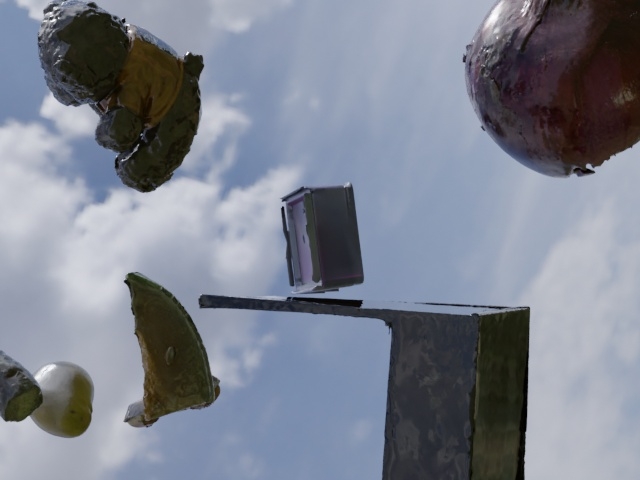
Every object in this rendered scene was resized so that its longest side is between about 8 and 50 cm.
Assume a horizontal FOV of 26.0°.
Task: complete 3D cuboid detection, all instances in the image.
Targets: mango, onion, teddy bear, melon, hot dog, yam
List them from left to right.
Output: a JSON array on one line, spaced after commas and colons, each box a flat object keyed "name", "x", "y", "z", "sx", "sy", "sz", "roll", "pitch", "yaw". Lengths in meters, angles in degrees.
[{"name": "yam", "x": -0.398, "y": 0.105, "z": 1.552, "sx": 0.061, "sy": 0.253, "sz": 0.061, "roll": -32, "pitch": -33, "yaw": -24}, {"name": "mango", "x": -0.378, "y": 0.233, "z": 2.024, "sx": 0.103, "sy": 0.161, "sz": 0.076, "roll": -16, "pitch": -59, "yaw": -15}, {"name": "teddy bear", "x": -0.208, "y": -0.167, "z": 1.414, "sx": 0.140, "sy": 0.177, "sz": 0.190, "roll": -40, "pitch": -47, "yaw": 19}, {"name": "melon", "x": -0.188, "y": 0.122, "z": 1.703, "sx": 0.098, "sy": 0.054, "sz": 0.182, "roll": -13, "pitch": -80, "yaw": -33}, {"name": "hot dog", "x": -0.234, "y": 0.254, "z": 2.199, "sx": 0.108, "sy": 0.191, "sz": 0.059, "roll": -18, "pitch": -95, "yaw": -43}, {"name": "onion", "x": 0.307, "y": -0.214, "z": 1.688, "sx": 0.276, "sy": 0.276, "sz": 0.276, "roll": -42, "pitch": -39, "yaw": -47}]

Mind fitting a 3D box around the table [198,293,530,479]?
[{"name": "table", "x": 0.041, "y": 0.180, "z": 1.351, "sx": 0.196, "sy": 0.282, "sz": 0.250, "roll": 0, "pitch": -88, "yaw": -68}]

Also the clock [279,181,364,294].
[{"name": "clock", "x": -0.001, "y": 0.001, "z": 1.907, "sx": 0.193, "sy": 0.073, "sz": 0.144, "roll": 164, "pitch": 99, "yaw": -78}]
